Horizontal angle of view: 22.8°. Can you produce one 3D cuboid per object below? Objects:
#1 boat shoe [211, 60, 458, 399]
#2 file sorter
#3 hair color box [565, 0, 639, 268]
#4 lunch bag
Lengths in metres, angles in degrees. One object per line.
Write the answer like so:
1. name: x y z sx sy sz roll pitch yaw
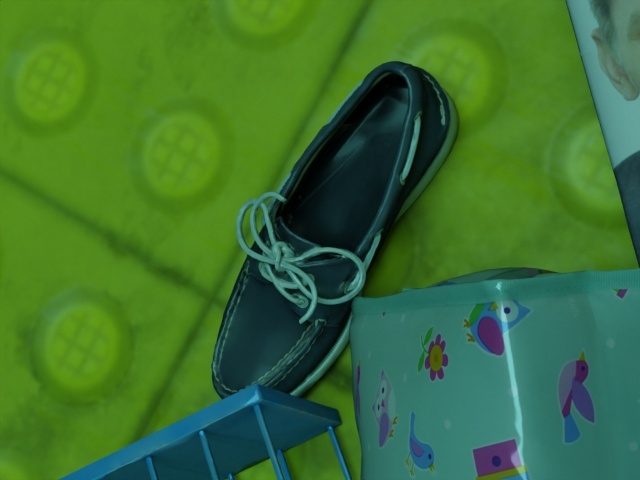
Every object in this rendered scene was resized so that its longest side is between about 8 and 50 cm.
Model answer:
1. boat shoe: 0.000 0.000 1.021 0.095 0.079 0.254 39 97 23
2. file sorter: -0.070 0.178 0.994 0.170 0.118 0.104 -27 67 17
3. hair color box: 0.256 -0.057 0.907 0.173 0.105 0.347 -18 74 20
4. lunch bag: 0.099 0.129 0.891 0.262 0.160 0.223 166 99 -65
